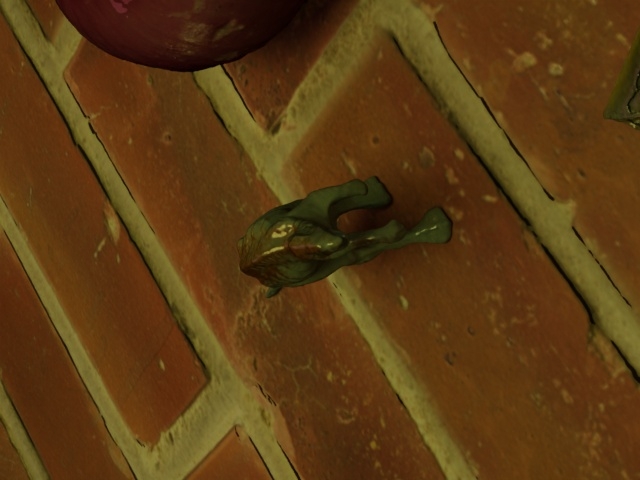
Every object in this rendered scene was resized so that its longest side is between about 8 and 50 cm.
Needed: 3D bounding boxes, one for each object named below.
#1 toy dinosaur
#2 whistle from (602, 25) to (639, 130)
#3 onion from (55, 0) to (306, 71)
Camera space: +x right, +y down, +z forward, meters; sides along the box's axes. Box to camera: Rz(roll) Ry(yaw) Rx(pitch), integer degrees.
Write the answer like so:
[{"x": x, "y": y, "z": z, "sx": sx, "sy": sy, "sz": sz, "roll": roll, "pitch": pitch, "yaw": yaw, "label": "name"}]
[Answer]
[{"x": 0.000, "y": 0.000, "z": 1.146, "sx": 0.393, "sy": 0.205, "sz": 0.092, "roll": -16, "pitch": 94, "yaw": 66, "label": "toy dinosaur"}, {"x": 0.286, "y": -0.210, "z": 0.850, "sx": 0.068, "sy": 0.057, "sz": 0.326, "roll": 25, "pitch": 129, "yaw": 14, "label": "whistle"}, {"x": -0.166, "y": -0.347, "z": 1.139, "sx": 0.358, "sy": 0.345, "sz": 0.358, "roll": -163, "pitch": 90, "yaw": -72, "label": "onion"}]
